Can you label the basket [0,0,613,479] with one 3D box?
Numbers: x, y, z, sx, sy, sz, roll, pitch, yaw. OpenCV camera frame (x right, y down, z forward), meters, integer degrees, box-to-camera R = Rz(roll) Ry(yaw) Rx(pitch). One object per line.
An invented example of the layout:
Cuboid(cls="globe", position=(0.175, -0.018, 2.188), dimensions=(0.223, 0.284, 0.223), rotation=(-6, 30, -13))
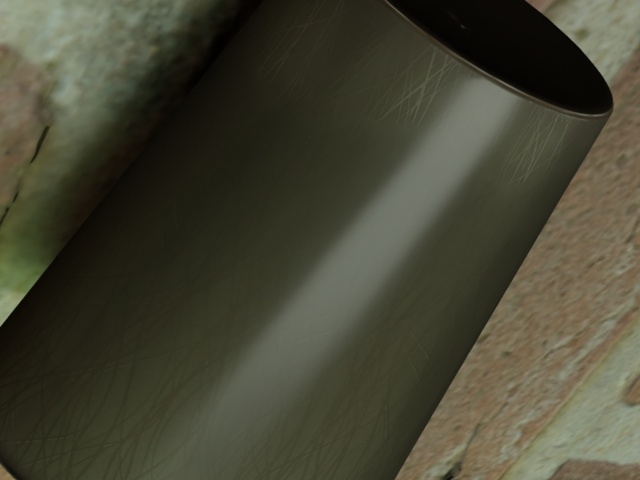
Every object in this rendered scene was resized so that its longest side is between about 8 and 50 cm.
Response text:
Cuboid(cls="basket", position=(0.000, 0.000, 0.630), dimensions=(0.204, 0.154, 0.227), rotation=(12, 122, -42))
